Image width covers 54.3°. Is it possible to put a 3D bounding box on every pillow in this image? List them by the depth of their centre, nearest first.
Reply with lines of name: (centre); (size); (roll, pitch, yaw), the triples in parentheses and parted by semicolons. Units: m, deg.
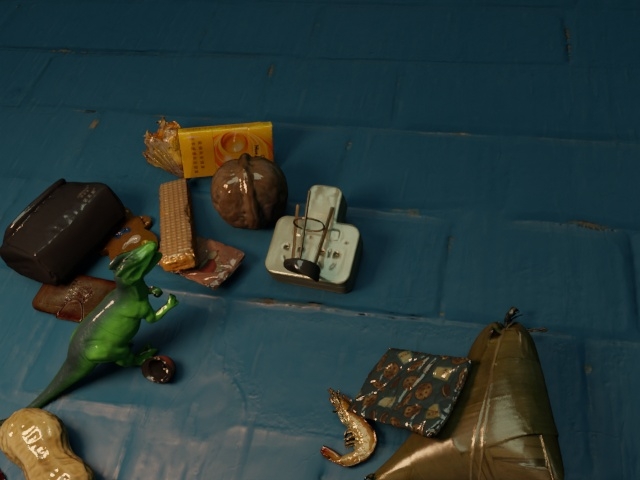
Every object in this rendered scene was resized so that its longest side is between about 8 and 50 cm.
pillow: (0.185, 0.311, 1.310); (0.255, 0.034, 0.189); (-1, 43, 51)
pillow: (-0.329, 0.050, 1.677); (0.248, 0.049, 0.135); (18, 56, 30)

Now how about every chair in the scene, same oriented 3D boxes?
chair: (-0.038, -0.002, 1.545); (0.095, 0.104, 0.221); (-15, 57, 39)

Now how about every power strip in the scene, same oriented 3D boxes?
power strip: (0.000, 0.000, 1.651); (0.229, 0.141, 0.261); (9, 68, 15)

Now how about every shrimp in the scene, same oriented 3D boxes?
shrimp: (0.041, 0.415, 1.368); (0.124, 0.034, 0.178); (-37, 61, -12)

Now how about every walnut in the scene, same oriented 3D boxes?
walnut: (-0.193, -0.136, 1.704); (0.224, 0.224, 0.224); (-4, 52, 5)

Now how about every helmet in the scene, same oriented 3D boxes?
helmet: (-0.381, 0.303, 1.495); (0.084, 0.065, 0.049); (3, 13, 21)

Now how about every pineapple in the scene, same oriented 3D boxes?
pineapple: (-0.451, -0.274, 1.896); (0.114, 0.186, 0.236); (-49, 20, -18)

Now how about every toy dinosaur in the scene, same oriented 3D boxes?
toy dinosaur: (-0.538, 0.232, 1.382); (0.500, 0.374, 0.144); (-33, 64, -20)

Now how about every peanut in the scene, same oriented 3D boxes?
peanut: (-0.586, 0.469, 1.348); (0.298, 0.120, 0.136); (37, 110, 28)

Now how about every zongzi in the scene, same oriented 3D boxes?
zongzi: (0.297, 0.314, 1.330); (0.418, 0.181, 0.447); (-7, 50, 12)

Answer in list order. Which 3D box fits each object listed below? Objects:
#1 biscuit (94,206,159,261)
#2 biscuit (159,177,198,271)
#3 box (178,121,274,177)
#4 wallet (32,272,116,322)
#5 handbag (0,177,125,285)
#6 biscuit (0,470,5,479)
biscuit: (-0.549, -0.005, 1.767); (0.180, 0.039, 0.236); (-36, 58, -20)
biscuit: (-0.396, -0.047, 1.717); (0.094, 0.054, 0.379); (-14, 39, -6)
box: (-0.273, -0.267, 1.831); (0.269, 0.152, 0.043); (-6, 38, -10)
wallet: (-0.635, 0.153, 1.657); (0.255, 0.031, 0.137); (8, 58, 16)
handbag: (-0.732, -0.047, 1.708); (0.275, 0.178, 0.302); (13, 54, 31)
biscuit: (-0.712, 0.565, 1.319); (0.235, 0.063, 0.151); (11, 53, 43)
